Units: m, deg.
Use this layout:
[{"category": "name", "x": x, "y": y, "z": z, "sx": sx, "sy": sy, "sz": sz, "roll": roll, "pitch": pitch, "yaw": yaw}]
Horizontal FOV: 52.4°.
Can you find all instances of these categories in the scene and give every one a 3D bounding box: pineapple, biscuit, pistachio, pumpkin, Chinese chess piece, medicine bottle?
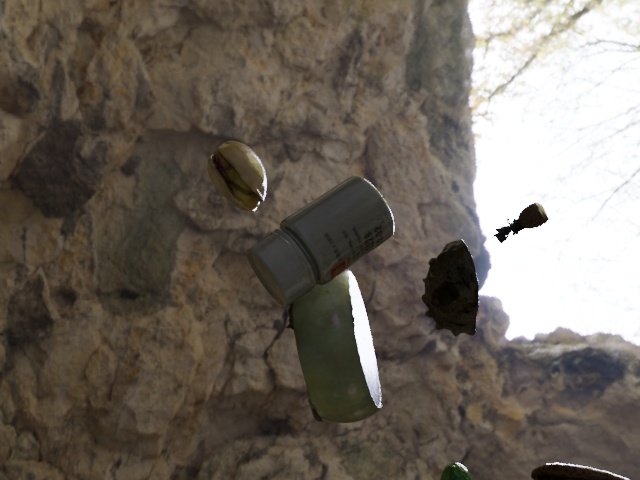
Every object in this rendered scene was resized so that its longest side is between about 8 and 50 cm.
[{"category": "pineapple", "x": 0.434, "y": -0.032, "z": 1.418, "sx": 0.058, "sy": 0.124, "sz": 0.058, "roll": 30, "pitch": -141, "yaw": -28}, {"category": "biscuit", "x": 0.529, "y": 0.501, "z": 1.293, "sx": 0.220, "sy": 0.220, "sz": 0.066, "roll": 19, "pitch": -116, "yaw": -7}, {"category": "pistachio", "x": -0.176, "y": -0.143, "z": 1.445, "sx": 0.145, "sy": 0.117, "sz": 0.200, "roll": 40, "pitch": -176, "yaw": -47}, {"category": "pumpkin", "x": 0.327, "y": 0.128, "z": 1.656, "sx": 0.130, "sy": 0.149, "sz": 0.254, "roll": -8, "pitch": -93, "yaw": 1}, {"category": "Chinese chess piece", "x": 0.036, "y": 0.238, "z": 1.486, "sx": 0.146, "sy": 0.349, "sz": 0.350, "roll": -14, "pitch": -133, "yaw": 8}, {"category": "medicine bottle", "x": 0.000, "y": 0.000, "z": 1.181, "sx": 0.252, "sy": 0.145, "sz": 0.144, "roll": -32, "pitch": -115, "yaw": -20}]

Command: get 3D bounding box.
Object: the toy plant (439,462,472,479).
[{"category": "toy plant", "x": 0.350, "y": 0.713, "z": 1.424, "sx": 0.356, "sy": 0.317, "sz": 0.210, "roll": 33, "pitch": -175, "yaw": 0}]
